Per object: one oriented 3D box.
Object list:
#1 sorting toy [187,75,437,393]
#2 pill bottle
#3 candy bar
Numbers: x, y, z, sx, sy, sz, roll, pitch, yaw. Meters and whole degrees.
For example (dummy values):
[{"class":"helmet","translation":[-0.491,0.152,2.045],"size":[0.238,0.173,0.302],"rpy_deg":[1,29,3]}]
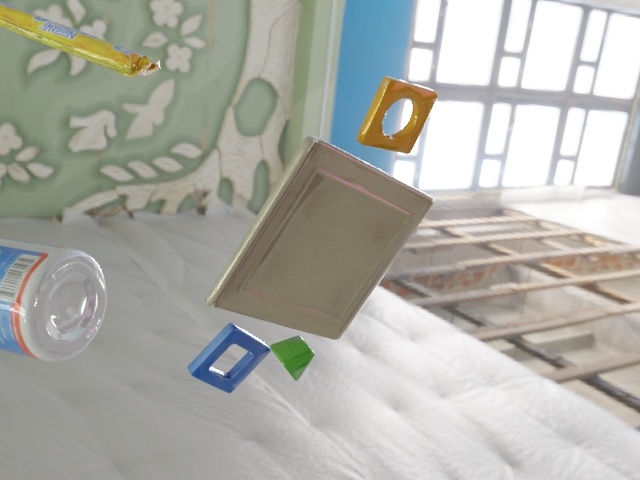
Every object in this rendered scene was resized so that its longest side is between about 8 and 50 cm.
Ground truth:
[{"class":"sorting toy","translation":[0.000,0.000,0.693],"size":[0.196,0.347,0.047],"rpy_deg":[20,-161,-45]},{"class":"pill bottle","translation":[-0.364,0.057,0.807],"size":[0.222,0.124,0.124],"rpy_deg":[8,-166,24]},{"class":"candy bar","translation":[-0.189,-0.148,0.518],"size":[0.162,0.018,0.040],"rpy_deg":[22,-166,12]}]
